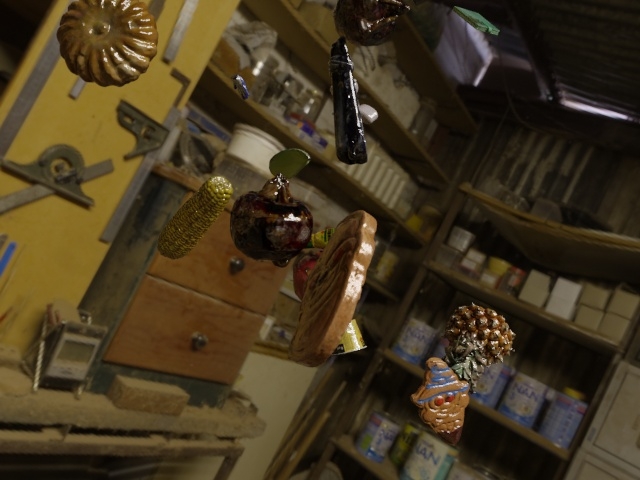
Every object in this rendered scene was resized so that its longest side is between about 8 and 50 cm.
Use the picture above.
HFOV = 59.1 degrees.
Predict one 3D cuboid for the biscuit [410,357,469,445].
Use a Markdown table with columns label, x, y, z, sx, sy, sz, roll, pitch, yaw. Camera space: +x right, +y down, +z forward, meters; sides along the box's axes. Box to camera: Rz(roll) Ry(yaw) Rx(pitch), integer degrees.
| label | x | y | z | sx | sy | sz | roll | pitch | yaw |
| --- | --- | --- | --- | --- | --- | --- | --- | --- | --- |
| biscuit | 0.355 | 0.471 | 1.635 | 0.183 | 0.280 | 0.043 | -16 | 8 | -12 |

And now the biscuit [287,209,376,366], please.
| label | x | y | z | sx | sy | sz | roll | pitch | yaw |
| --- | --- | --- | --- | --- | --- | --- | --- | --- | --- |
| biscuit | 0.030 | 0.112 | 1.478 | 0.078 | 0.455 | 0.350 | 29 | -43 | -16 |

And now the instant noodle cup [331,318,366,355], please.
| label | x | y | z | sx | sy | sz | roll | pitch | yaw |
| --- | --- | --- | --- | --- | --- | --- | --- | --- | --- |
| instant noodle cup | 0.098 | 0.381 | 2.222 | 0.151 | 0.122 | 0.151 | -11 | -7 | -1 |

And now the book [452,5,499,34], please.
| label | x | y | z | sx | sy | sz | roll | pitch | yaw |
| --- | --- | --- | --- | --- | --- | --- | --- | --- | --- |
| book | 0.446 | -0.623 | 1.603 | 0.135 | 0.017 | 0.103 | -11 | 54 | -46 |

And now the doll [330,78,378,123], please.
| label | x | y | z | sx | sy | sz | roll | pitch | yaw |
| --- | --- | --- | --- | --- | --- | --- | --- | --- | --- |
| doll | 0.088 | -0.392 | 1.648 | 0.160 | 0.059 | 0.161 | 49 | -33 | 0 |

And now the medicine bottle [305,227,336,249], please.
| label | x | y | z | sx | sy | sz | roll | pitch | yaw |
| --- | --- | --- | --- | --- | --- | --- | --- | --- | --- |
| medicine bottle | 0.000 | 0.000 | 2.158 | 0.260 | 0.095 | 0.064 | -8 | -41 | 13 |

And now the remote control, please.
| label | x | y | z | sx | sy | sz | roll | pitch | yaw |
| --- | --- | --- | --- | --- | --- | --- | --- | --- | --- |
| remote control | 0.046 | -0.286 | 1.163 | 0.066 | 0.266 | 0.090 | -9 | -2 | -8 |

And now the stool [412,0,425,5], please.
| label | x | y | z | sx | sy | sz | roll | pitch | yaw |
| --- | --- | --- | --- | --- | --- | --- | --- | --- | --- |
| stool | 0.387 | -0.975 | 2.115 | 0.153 | 0.139 | 0.228 | 62 | 23 | -26 |

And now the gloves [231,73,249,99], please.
| label | x | y | z | sx | sy | sz | roll | pitch | yaw |
| --- | --- | --- | --- | --- | --- | --- | --- | --- | --- |
| gloves | -0.259 | -0.494 | 1.815 | 0.064 | 0.026 | 0.086 | 21 | -35 | 52 |

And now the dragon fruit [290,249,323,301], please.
| label | x | y | z | sx | sy | sz | roll | pitch | yaw |
| --- | --- | --- | --- | --- | --- | --- | --- | --- | --- |
| dragon fruit | 0.009 | 0.165 | 2.244 | 0.252 | 0.241 | 0.241 | 59 | -5 | 0 |

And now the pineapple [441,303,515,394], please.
| label | x | y | z | sx | sy | sz | roll | pitch | yaw |
| --- | --- | --- | --- | --- | --- | --- | --- | --- | --- |
| pineapple | 0.501 | 0.388 | 1.896 | 0.262 | 0.262 | 0.271 | 26 | 37 | 17 |

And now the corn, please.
| label | x | y | z | sx | sy | sz | roll | pitch | yaw |
| --- | --- | --- | --- | --- | --- | --- | --- | --- | --- |
| corn | -0.402 | -0.064 | 1.797 | 0.120 | 0.363 | 0.120 | 33 | 32 | -25 |

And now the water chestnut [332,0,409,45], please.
| label | x | y | z | sx | sy | sz | roll | pitch | yaw |
| --- | --- | --- | --- | --- | --- | --- | --- | --- | --- |
| water chestnut | 0.186 | -0.854 | 2.093 | 0.244 | 0.289 | 0.289 | 44 | -3 | 4 |

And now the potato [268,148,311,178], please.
| label | x | y | z | sx | sy | sz | roll | pitch | yaw |
| --- | --- | --- | --- | --- | --- | --- | --- | --- | --- |
| potato | -0.122 | -0.323 | 2.338 | 0.054 | 0.198 | 0.119 | -30 | 95 | -58 |

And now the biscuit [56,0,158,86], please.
| label | x | y | z | sx | sy | sz | roll | pitch | yaw |
| --- | --- | --- | --- | --- | --- | --- | --- | --- | --- |
| biscuit | -0.682 | -0.654 | 1.794 | 0.326 | 0.326 | 0.107 | 27 | -3 | 2 |

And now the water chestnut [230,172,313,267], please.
| label | x | y | z | sx | sy | sz | roll | pitch | yaw |
| --- | --- | --- | --- | --- | --- | --- | --- | --- | --- |
| water chestnut | -0.124 | -0.054 | 1.459 | 0.223 | 0.238 | 0.224 | 11 | 15 | -3 |
